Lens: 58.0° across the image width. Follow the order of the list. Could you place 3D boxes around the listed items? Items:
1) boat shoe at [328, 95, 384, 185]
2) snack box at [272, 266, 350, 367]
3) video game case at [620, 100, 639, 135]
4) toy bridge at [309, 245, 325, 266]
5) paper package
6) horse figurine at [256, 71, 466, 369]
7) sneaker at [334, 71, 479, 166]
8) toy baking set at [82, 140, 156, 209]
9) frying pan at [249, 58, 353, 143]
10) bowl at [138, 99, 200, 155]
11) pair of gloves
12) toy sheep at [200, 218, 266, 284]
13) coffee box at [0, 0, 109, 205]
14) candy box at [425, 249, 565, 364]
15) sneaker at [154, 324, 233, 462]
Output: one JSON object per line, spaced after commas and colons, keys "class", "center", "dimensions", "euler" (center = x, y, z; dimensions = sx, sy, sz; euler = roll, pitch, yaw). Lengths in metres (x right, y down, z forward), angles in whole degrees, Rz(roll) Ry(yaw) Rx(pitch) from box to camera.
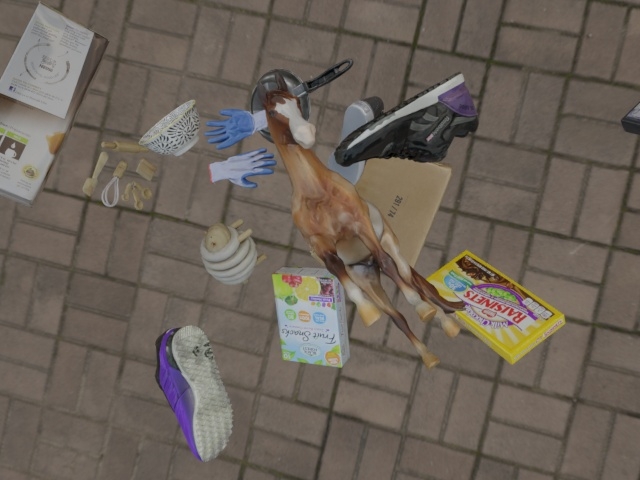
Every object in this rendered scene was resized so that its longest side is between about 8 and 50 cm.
{"class": "boat shoe", "center": [0.076, -0.194, 1.150], "dimensions": [0.080, 0.229, 0.076], "euler": [40, 57, 22]}
{"class": "snack box", "center": [-0.013, 0.112, 0.852], "dimensions": [0.100, 0.037, 0.141], "euler": [3, 109, 25]}
{"class": "video game case", "center": [0.673, -0.247, 0.906], "dimensions": [0.275, 0.248, 0.035], "euler": [-43, 123, -2]}
{"class": "toy bridge", "center": [0.000, 0.000, 1.010], "dimensions": [0.063, 0.188, 0.026], "euler": [42, 100, -1]}
{"class": "paper package", "center": [0.160, -0.102, 1.584], "dimensions": [0.309, 0.168, 0.325], "euler": [20, 104, 3]}
{"class": "horse figurine", "center": [0.038, 0.008, 0.455], "dimensions": [0.066, 0.263, 0.174], "euler": [-38, 60, 8]}
{"class": "sneaker", "center": [0.162, -0.179, 1.002], "dimensions": [0.283, 0.107, 0.124], "euler": [-31, 99, -15]}
{"class": "toy baking set", "center": [-0.561, -0.189, 1.644], "dimensions": [0.030, 0.256, 0.197], "euler": [-8, 84, 31]}
{"class": "frying pan", "center": [-0.061, -0.346, 1.477], "dimensions": [0.326, 0.053, 0.197], "euler": [4, 103, 35]}
{"class": "bowl", "center": [-0.348, -0.257, 1.398], "dimensions": [0.170, 0.170, 0.080], "euler": [-34, 115, 6]}
{"class": "pair of gloves", "center": [-0.176, -0.202, 1.253], "dimensions": [0.159, 0.023, 0.198], "euler": [-10, 73, 14]}
{"class": "toy sheep", "center": [-0.135, 0.023, 0.875], "dimensions": [0.091, 0.091, 0.132], "euler": [-20, 131, 6]}
{"class": "coffee box", "center": [-0.396, -0.180, 0.805], "dimensions": [0.098, 0.141, 0.247], "euler": [25, 79, -24]}
{"class": "candy box", "center": [0.257, 0.095, 0.887], "dimensions": [0.105, 0.206, 0.027], "euler": [-35, 130, -11]}
{"class": "sneaker", "center": [-0.286, 0.325, 1.243], "dimensions": [0.146, 0.102, 0.294], "euler": [-9, 94, 41]}
